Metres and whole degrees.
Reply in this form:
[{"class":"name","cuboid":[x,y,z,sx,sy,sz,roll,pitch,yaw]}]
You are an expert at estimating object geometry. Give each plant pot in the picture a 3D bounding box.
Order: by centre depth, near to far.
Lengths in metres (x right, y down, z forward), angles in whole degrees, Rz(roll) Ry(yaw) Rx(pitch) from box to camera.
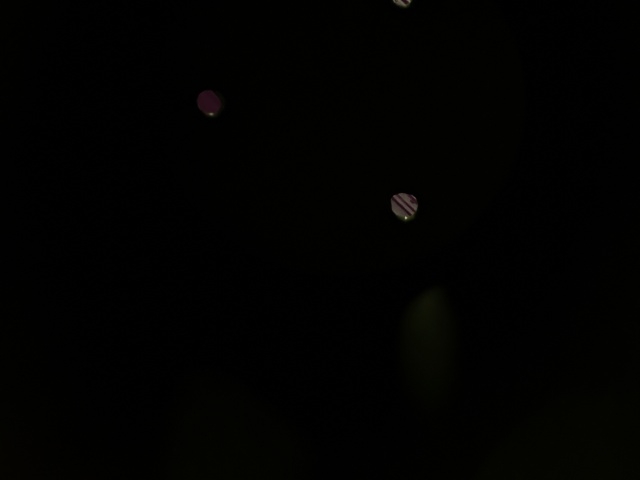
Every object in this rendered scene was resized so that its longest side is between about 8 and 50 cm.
[{"class":"plant pot","cuboid":[0.000,0.000,0.553,0.274,0.275,0.293,26,20,-9]}]
